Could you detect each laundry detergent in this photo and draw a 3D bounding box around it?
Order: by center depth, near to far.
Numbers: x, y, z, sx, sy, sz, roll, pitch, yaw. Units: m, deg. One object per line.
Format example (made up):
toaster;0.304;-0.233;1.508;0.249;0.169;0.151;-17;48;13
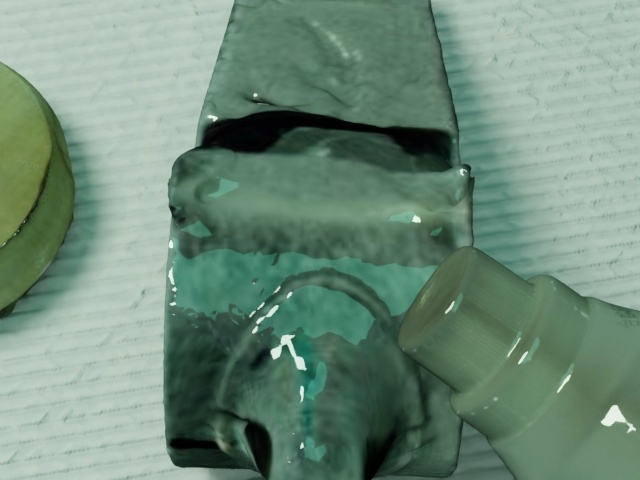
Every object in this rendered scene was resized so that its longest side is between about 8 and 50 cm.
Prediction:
laundry detergent;0.219;0.140;0.792;0.398;0.264;0.125;36;92;-10

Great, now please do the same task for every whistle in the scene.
whistle;0.001;-0.025;0.947;0.168;0.188;0.405;2;68;0

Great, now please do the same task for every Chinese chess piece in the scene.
Chinese chess piece;-0.251;-0.034;1.007;0.188;0.083;0.188;-1;67;2
